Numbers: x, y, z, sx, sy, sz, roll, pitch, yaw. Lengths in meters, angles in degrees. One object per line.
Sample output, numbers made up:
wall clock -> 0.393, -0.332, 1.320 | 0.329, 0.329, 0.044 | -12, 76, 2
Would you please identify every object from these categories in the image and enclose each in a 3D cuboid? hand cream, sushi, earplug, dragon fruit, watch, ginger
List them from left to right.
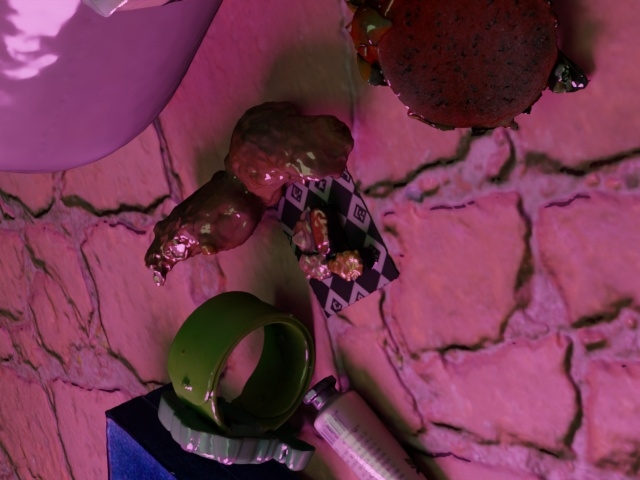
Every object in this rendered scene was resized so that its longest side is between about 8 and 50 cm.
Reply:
earplug -> -0.238, -0.241, 0.865 | 0.313, 0.312, 0.394 | 57, 141, 14
ginger -> -0.075, -0.048, 0.928 | 0.084, 0.122, 0.290 | 43, 140, -13
watch -> -0.071, 0.129, 0.992 | 0.131, 0.165, 0.152 | 21, 97, 44
sushi -> 0.000, 0.000, 0.919 | 0.120, 0.026, 0.126 | -35, 78, 51
hand cream -> 0.070, 0.220, 0.926 | 0.234, 0.050, 0.080 | 50, 137, 16
dragon fruit -> 0.084, -0.153, 0.697 | 0.138, 0.142, 0.175 | -44, 44, 8

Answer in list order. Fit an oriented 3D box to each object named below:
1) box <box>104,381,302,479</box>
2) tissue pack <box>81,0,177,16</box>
box -> -0.116, 0.338, 1.132 | 0.279, 0.116, 0.262 | 30, 128, 38
tissue pack -> 0.053, -0.293, 0.432 | 0.205, 0.405, 0.332 | 42, 134, 25
